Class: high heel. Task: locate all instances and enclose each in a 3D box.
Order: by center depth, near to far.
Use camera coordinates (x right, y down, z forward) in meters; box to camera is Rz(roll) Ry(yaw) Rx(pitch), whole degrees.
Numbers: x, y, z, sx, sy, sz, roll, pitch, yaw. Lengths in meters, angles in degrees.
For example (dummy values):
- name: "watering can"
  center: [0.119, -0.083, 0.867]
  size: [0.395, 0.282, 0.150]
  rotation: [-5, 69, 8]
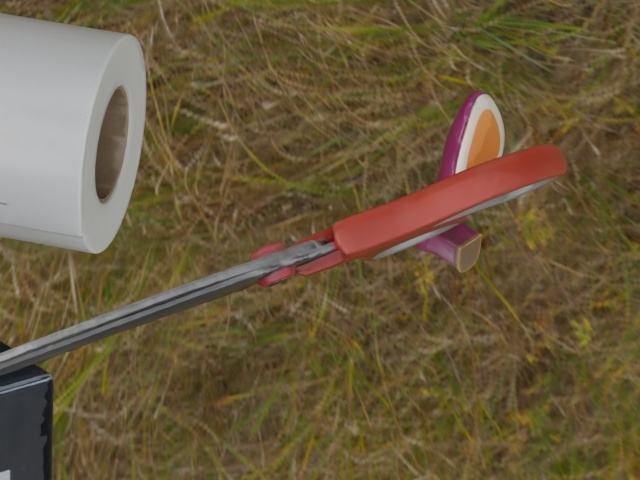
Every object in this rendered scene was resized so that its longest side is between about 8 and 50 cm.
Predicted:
- name: "high heel"
  center: [0.142, -0.082, 1.330]
  size: [0.082, 0.117, 0.244]
  rotation: [-31, 140, -26]

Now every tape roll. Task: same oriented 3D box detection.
- name: "tape roll"
  center: [-0.304, -0.118, 1.269]
  size: [0.169, 0.246, 0.246]
  rotation: [11, 108, 4]

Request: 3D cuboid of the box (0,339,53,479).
- name: "box"
  center: [-0.451, 0.211, 1.110]
  size: [0.212, 0.395, 0.294]
  rotation: [-14, 116, -43]

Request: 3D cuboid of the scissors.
- name: "scissors"
  center: [0.000, 0.000, 0.450]
  size: [0.109, 0.297, 0.021]
  rotation: [-25, 84, 36]
